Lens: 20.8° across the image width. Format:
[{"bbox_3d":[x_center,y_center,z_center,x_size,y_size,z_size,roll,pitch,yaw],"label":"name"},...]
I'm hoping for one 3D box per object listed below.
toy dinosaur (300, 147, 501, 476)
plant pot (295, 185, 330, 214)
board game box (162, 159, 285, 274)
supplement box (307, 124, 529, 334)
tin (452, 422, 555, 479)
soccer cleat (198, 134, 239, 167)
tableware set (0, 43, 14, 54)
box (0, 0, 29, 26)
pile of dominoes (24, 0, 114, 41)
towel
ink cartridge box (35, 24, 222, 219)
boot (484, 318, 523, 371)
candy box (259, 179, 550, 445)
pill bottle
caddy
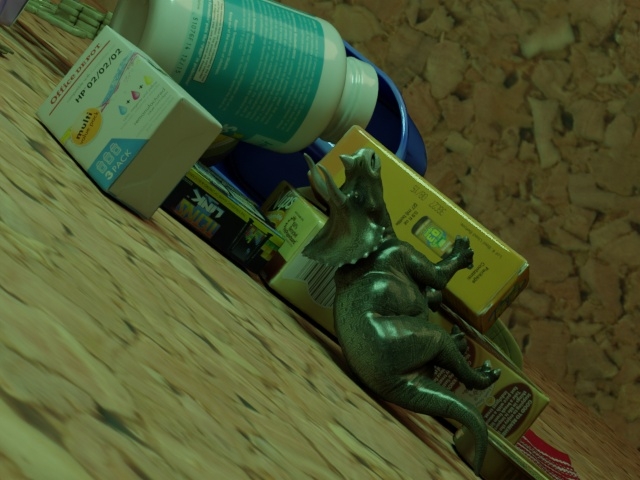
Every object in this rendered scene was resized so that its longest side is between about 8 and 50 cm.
[{"bbox_3d":[0.068,0.077,1.601,0.160,0.121,0.314,-1,69,-27],"label":"toy dinosaur"},{"bbox_3d":[0.000,0.000,1.927,0.109,0.109,0.096,36,-6,-38],"label":"plant pot"},{"bbox_3d":[-0.125,-0.049,1.690,0.170,0.048,0.141,38,3,-21],"label":"board game box"},{"bbox_3d":[0.098,-0.010,1.750,0.233,0.078,0.080,40,-12,20],"label":"supplement box"},{"bbox_3d":[0.203,0.238,1.659,0.189,0.040,0.106,40,8,-3],"label":"tin"},{"bbox_3d":[-0.148,-0.140,1.891,0.093,0.121,0.289,41,8,10],"label":"soccer cleat"},{"bbox_3d":[-0.377,-0.246,1.722,0.168,0.020,0.141,42,5,30],"label":"tableware set"},{"bbox_3d":[-0.400,-0.342,1.688,0.243,0.117,0.213,27,10,-42],"label":"box"},{"bbox_3d":[-0.316,-0.284,2.024,0.251,0.040,0.196,29,8,18],"label":"pile of dominoes"},{"bbox_3d":[0.238,0.244,1.929,0.199,0.031,0.275,38,5,-15],"label":"towel"},{"bbox_3d":[-0.176,-0.112,1.515,0.061,0.104,0.181,36,5,-46],"label":"ink cartridge box"},{"bbox_3d":[0.178,0.109,2.382,0.262,0.095,0.203,37,2,15],"label":"boot"},{"bbox_3d":[0.072,0.079,1.792,0.316,0.087,0.183,38,4,-19],"label":"candy box"},{"bbox_3d":[-0.076,-0.175,1.767,0.264,0.146,0.146,17,15,-27],"label":"pill bottle"},{"bbox_3d":[-0.025,-0.144,2.261,0.341,0.241,0.179,42,-2,29],"label":"caddy"}]
